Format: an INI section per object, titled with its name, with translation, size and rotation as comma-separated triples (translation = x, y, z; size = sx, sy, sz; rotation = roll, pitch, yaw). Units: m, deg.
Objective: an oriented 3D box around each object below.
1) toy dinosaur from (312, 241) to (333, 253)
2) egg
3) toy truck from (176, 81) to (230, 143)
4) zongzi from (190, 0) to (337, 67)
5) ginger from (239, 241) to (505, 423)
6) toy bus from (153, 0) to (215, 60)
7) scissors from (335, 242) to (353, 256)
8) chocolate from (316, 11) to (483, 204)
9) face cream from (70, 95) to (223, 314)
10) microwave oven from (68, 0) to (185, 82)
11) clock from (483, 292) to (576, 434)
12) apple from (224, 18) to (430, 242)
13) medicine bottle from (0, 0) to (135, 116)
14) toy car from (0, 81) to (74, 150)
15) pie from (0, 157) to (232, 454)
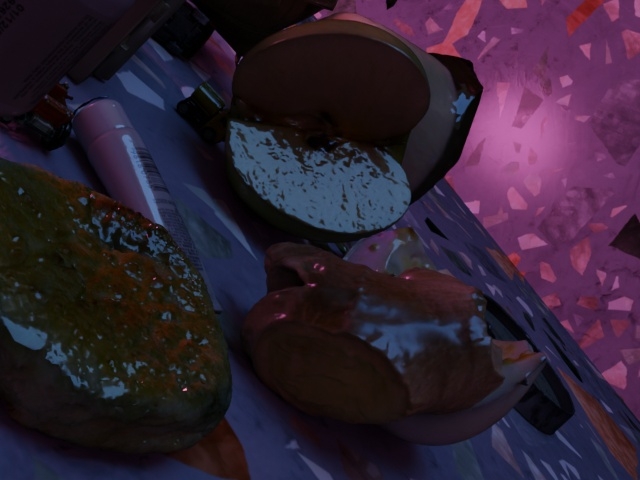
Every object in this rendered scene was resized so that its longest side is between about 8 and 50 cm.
[toy dinosaur]
translation = -0.003, -0.002, 1.376
size = 0.041, 0.026, 0.113
rotation = 53, 1, -42
[egg]
translation = 0.117, 0.142, 1.096
size = 0.271, 0.206, 0.161
rotation = 36, -25, 30
[toy truck]
translation = -0.157, -0.179, 1.324
size = 0.083, 0.054, 0.049
rotation = 48, 14, -7
[zongzi]
translation = -0.229, -0.462, 1.561
size = 0.447, 0.418, 0.181
rotation = 20, 69, -23
[ginger]
translation = 0.058, 0.085, 0.953
size = 0.276, 0.130, 0.221
rotation = 30, 45, 12
[toy bus]
translation = -0.261, -0.373, 1.471
size = 0.195, 0.081, 0.089
rotation = 33, 12, -47
[scissors]
translation = 0.041, 0.013, 1.439
size = 0.133, 0.020, 0.187
rotation = 55, 6, 36
[chocolate]
translation = 0.053, -0.232, 1.535
size = 0.314, 0.326, 0.297
rotation = 3, -29, 47
[face cream]
translation = -0.172, -0.033, 0.929
size = 0.243, 0.058, 0.092
rotation = 59, 11, 15
[microwave oven]
translation = -0.283, -0.390, 1.176
size = 0.286, 0.218, 0.355
rotation = 47, 15, -13
[clock]
translation = 0.378, 0.235, 1.813
size = 0.312, 0.061, 0.312
rotation = 45, 16, -16
[apple]
translation = 0.002, -0.150, 1.268
size = 0.258, 0.294, 0.233
rotation = 9, 6, -6
[medicine bottle]
translation = -0.251, -0.165, 0.702
size = 0.135, 0.215, 0.135
rotation = 45, 16, -16
[toy car]
translation = -0.280, -0.151, 0.904
size = 0.073, 0.054, 0.143
rotation = 36, 21, -44
[pie]
translation = -0.178, 0.045, 0.687
size = 0.277, 0.078, 0.277
rotation = 39, 20, -17
